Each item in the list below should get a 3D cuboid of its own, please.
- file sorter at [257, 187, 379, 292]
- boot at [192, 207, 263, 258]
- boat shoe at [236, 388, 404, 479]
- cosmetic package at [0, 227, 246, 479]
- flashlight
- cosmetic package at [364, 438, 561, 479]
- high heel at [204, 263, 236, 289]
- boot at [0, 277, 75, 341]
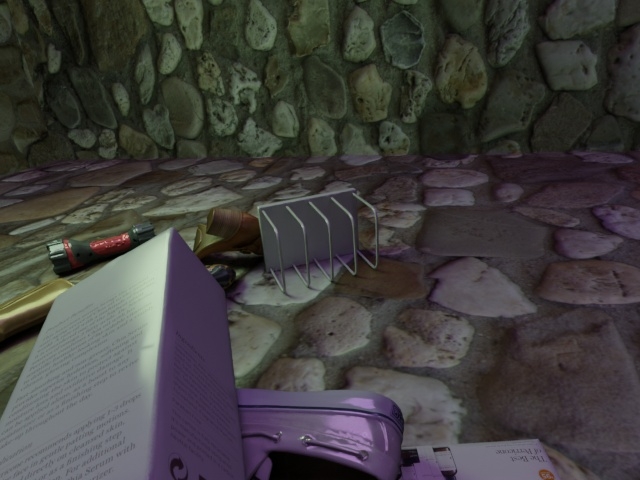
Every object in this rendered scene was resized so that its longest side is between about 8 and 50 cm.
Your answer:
[{"bbox_3d":[0.000,0.000,1.196,0.278,0.192,0.173,-13,27,-17],"label":"file sorter"},{"bbox_3d":[-0.242,0.001,1.323,0.220,0.283,0.109,14,55,-26],"label":"boot"},{"bbox_3d":[-0.077,0.295,0.590,0.367,0.135,0.156,-7,32,17],"label":"boat shoe"},{"bbox_3d":[-0.242,0.191,0.574,0.230,0.161,0.453,-30,32,2],"label":"cosmetic package"},{"bbox_3d":[-0.666,0.013,1.409,0.304,0.103,0.103,-19,26,-27],"label":"flashlight"},{"bbox_3d":[0.177,0.317,0.583,0.239,0.060,0.099,-5,24,1],"label":"cosmetic package"},{"bbox_3d":[-0.357,0.109,1.183,0.261,0.093,0.186,-4,4,23],"label":"high heel"},{"bbox_3d":[-0.759,0.169,1.095,0.236,0.089,0.269,21,33,23],"label":"boot"}]
